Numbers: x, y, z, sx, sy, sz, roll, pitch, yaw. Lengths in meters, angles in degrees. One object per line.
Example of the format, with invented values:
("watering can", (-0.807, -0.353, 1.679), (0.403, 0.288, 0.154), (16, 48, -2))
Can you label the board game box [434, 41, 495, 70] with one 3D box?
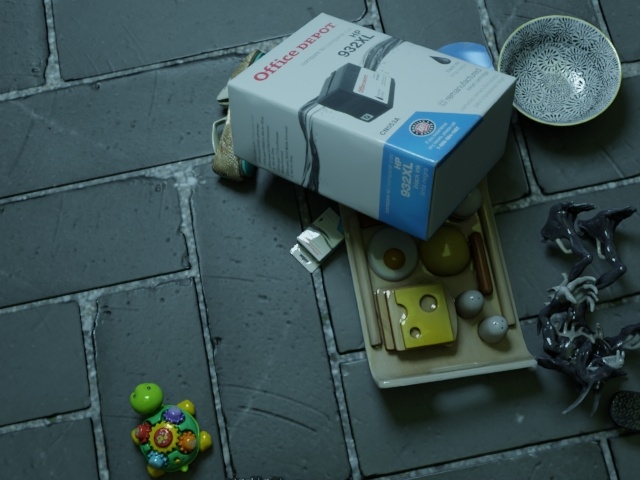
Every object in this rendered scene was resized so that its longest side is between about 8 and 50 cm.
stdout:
("board game box", (0.204, -0.200, 1.207), (0.133, 0.033, 0.169), (-28, 72, 29))

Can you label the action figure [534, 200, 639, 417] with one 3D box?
("action figure", (0.358, 0.084, 1.083), (0.164, 0.141, 0.276), (10, 70, -22))

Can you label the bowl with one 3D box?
("bowl", (0.335, -0.228, 1.202), (0.170, 0.080, 0.170), (-1, 75, 3))

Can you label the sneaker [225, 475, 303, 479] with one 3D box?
("sneaker", (-0.133, 0.372, 1.063), (0.276, 0.097, 0.135), (-7, 75, 4))

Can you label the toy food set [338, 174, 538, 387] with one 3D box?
("toy food set", (0.155, 0.034, 1.122), (0.219, 0.092, 0.306), (-8, 74, -7))

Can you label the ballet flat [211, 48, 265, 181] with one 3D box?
("ballet flat", (-0.125, -0.187, 1.228), (0.067, 0.073, 0.206), (1, 71, 19))

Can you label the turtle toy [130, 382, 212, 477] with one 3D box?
("turtle toy", (-0.210, 0.250, 1.115), (0.095, 0.066, 0.130), (-30, 76, -5))

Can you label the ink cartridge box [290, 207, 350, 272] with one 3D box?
("ink cartridge box", (0.000, 0.000, 1.188), (0.083, 0.028, 0.048), (-44, 78, -8))

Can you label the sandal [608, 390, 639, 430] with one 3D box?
("sandal", (0.465, 0.233, 1.092), (0.179, 0.040, 0.067), (13, 79, 6))

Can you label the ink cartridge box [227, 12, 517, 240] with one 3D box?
("ink cartridge box", (0.065, -0.161, 1.099), (0.307, 0.129, 0.223), (25, 50, 25))
